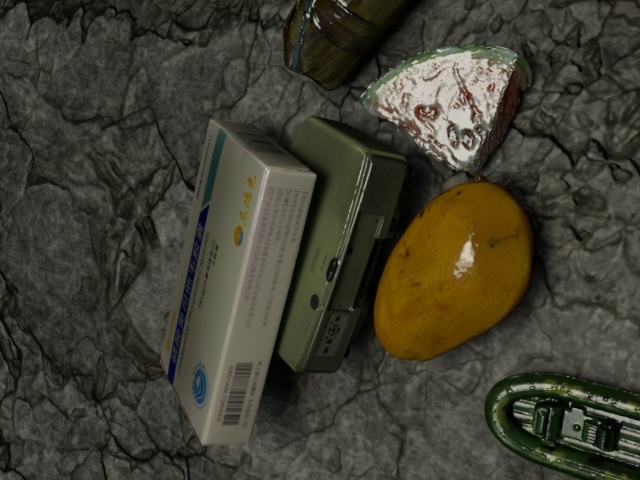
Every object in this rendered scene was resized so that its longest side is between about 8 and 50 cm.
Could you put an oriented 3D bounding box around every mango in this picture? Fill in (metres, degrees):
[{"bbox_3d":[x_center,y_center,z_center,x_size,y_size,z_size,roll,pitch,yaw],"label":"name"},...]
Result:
[{"bbox_3d":[0.140,0.042,0.923,0.147,0.109,0.227,42,113,23],"label":"mango"}]

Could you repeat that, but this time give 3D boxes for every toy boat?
[{"bbox_3d":[0.268,0.194,0.875,0.210,0.052,0.104,12,100,32],"label":"toy boat"}]

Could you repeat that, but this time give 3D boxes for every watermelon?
[{"bbox_3d":[0.145,-0.139,0.948,0.187,0.071,0.139,-11,91,25],"label":"watermelon"}]

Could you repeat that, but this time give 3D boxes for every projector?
[{"bbox_3d":[0.000,0.000,1.004,0.193,0.088,0.269,39,116,52],"label":"projector"}]

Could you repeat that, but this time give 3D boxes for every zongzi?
[{"bbox_3d":[0.008,-0.325,1.011,0.221,0.112,0.242,-47,59,25],"label":"zongzi"}]

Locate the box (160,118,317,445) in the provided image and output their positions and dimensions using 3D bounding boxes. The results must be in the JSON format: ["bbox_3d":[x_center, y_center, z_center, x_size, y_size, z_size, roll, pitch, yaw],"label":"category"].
[{"bbox_3d":[-0.109,0.047,1.023,0.200,0.065,0.343,43,123,56],"label":"box"}]
